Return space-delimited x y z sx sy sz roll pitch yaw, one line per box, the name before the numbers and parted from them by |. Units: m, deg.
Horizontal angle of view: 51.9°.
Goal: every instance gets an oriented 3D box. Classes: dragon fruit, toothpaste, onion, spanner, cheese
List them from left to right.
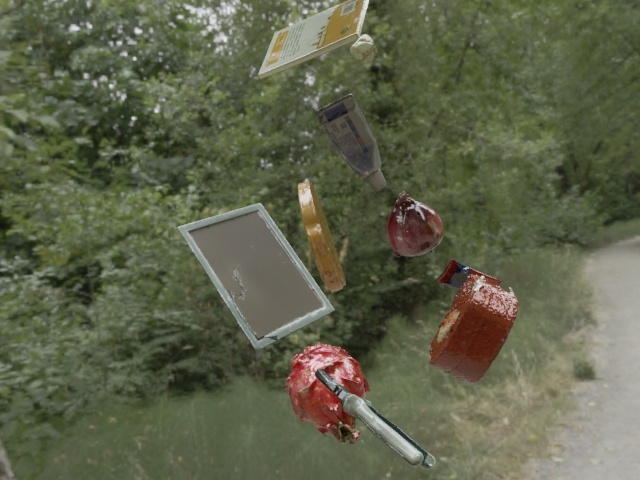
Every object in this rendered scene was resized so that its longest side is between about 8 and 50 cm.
dragon fruit | 0.022 0.381 1.646 0.205 0.268 0.210 -14 -41 -11
toothpaste | 0.098 -0.253 1.777 0.099 0.282 0.068 -37 26 -10
cheese | 0.105 -0.459 1.604 0.065 0.043 0.194 -49 1 11
spanner | 0.097 0.358 1.350 0.325 0.040 0.096 33 -2 40
onion | 0.255 -0.052 1.831 0.159 0.195 0.159 -19 20 7

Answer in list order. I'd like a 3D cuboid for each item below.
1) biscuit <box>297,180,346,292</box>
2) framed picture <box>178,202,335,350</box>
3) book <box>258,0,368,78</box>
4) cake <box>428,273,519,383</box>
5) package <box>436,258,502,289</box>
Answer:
biscuit | 0.000 0.000 1.943 0.057 0.351 0.312 -18 18 6
framed picture | -0.119 0.060 1.243 0.216 0.273 0.016 -20 -20 -45
book | -0.017 -0.529 1.694 0.295 0.208 0.020 -14 -46 29
cake | 0.395 0.231 1.706 0.151 0.283 0.177 29 8 7
package | 0.439 0.120 1.935 0.200 0.083 0.022 22 19 -23
